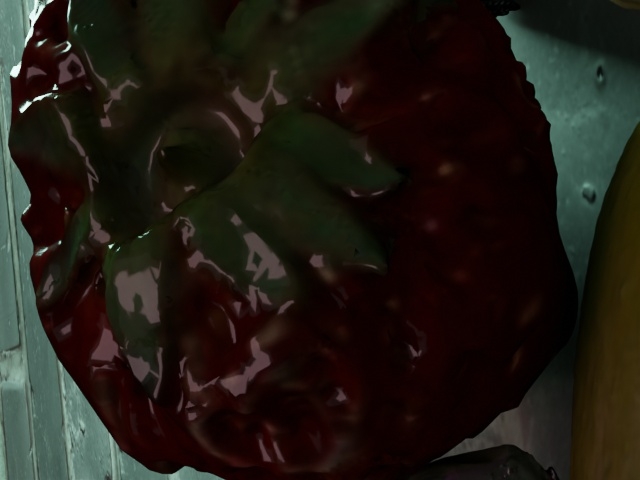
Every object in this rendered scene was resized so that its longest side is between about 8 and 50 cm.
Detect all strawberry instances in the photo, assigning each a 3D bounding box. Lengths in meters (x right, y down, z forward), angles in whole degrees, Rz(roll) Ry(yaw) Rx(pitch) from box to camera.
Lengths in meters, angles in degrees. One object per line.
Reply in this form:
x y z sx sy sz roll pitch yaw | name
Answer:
0.000 0.000 0.797 0.317 0.295 0.345 37 174 26 | strawberry

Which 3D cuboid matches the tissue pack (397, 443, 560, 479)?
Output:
0.027 0.214 0.815 0.257 0.215 0.123 90 156 -70 | tissue pack

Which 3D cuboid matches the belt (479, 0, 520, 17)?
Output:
0.061 -0.295 0.851 0.260 0.122 0.325 41 133 51 | belt

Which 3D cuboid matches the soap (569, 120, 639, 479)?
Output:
0.187 0.092 0.576 0.306 0.115 0.427 131 144 -70 | soap

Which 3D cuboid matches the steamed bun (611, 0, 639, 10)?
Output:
0.174 -0.142 0.388 0.295 0.292 0.137 107 148 -62 | steamed bun
